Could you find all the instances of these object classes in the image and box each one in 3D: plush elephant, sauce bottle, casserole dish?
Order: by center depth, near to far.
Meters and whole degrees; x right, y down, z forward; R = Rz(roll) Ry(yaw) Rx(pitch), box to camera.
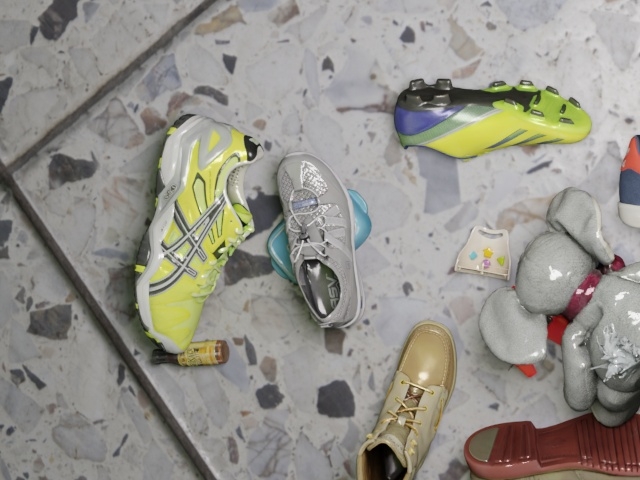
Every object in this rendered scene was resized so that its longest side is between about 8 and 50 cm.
[{"bbox_3d":[0.375,0.086,1.587,0.272,0.330,0.255,-50,63,16],"label":"plush elephant"},{"bbox_3d":[-0.007,-0.007,1.812,0.188,0.037,0.114,-41,84,16],"label":"casserole dish"},{"bbox_3d":[-0.215,0.188,1.895,0.128,0.042,0.042,-8,94,18],"label":"sauce bottle"}]

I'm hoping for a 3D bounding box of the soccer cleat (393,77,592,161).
[{"bbox_3d":[0.252,-0.169,1.702,0.289,0.093,0.121,7,128,12],"label":"soccer cleat"}]

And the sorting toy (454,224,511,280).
[{"bbox_3d":[0.252,0.017,1.734,0.083,0.045,0.075,10,92,16],"label":"sorting toy"}]

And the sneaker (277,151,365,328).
[{"bbox_3d":[0.000,0.000,1.730,0.105,0.115,0.281,-18,91,18],"label":"sneaker"}]

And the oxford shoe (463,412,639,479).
[{"bbox_3d":[0.394,0.339,1.706,0.348,0.123,0.130,-3,122,16],"label":"oxford shoe"}]

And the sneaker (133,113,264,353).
[{"bbox_3d":[-0.191,0.000,1.814,0.147,0.145,0.384,13,101,16],"label":"sneaker"}]

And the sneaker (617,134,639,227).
[{"bbox_3d":[0.585,-0.094,1.570,0.350,0.131,0.148,0,100,17],"label":"sneaker"}]

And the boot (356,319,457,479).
[{"bbox_3d":[0.127,0.260,1.711,0.095,0.203,0.261,19,103,14],"label":"boot"}]

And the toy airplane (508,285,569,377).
[{"bbox_3d":[0.324,0.140,1.730,0.151,0.028,0.151,2,97,16],"label":"toy airplane"}]
